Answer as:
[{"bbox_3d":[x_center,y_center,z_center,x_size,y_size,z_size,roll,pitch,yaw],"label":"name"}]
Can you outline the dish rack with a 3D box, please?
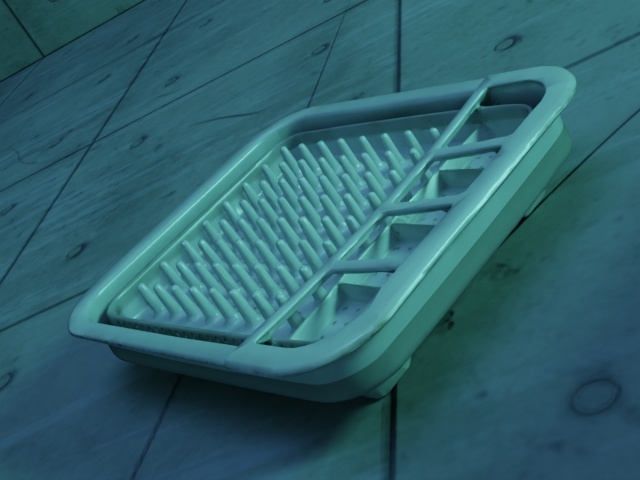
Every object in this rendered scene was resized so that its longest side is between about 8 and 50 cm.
[{"bbox_3d":[0.000,0.000,0.667,0.333,0.072,0.285,1,42,50],"label":"dish rack"}]
